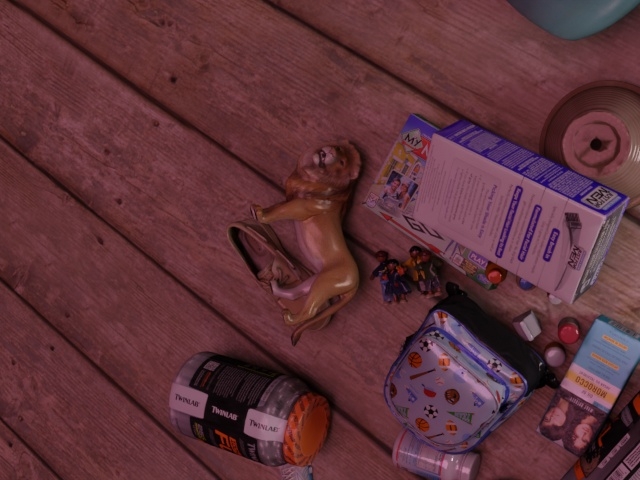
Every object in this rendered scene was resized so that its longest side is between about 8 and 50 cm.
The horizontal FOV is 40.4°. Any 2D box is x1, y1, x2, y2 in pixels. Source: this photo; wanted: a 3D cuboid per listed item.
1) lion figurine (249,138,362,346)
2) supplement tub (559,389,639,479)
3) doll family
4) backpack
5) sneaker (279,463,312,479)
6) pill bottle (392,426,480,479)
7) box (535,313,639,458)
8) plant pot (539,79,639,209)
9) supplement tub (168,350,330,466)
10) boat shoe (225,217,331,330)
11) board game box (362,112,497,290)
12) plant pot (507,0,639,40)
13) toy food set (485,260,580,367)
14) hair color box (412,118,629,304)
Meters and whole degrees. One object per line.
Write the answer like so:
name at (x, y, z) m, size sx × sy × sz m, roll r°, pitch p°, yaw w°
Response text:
lion figurine at (0.000, 0.000, 1.776) m, size 0.240 × 0.142 × 0.392 m, roll -14°, pitch 92°, yaw -10°
supplement tub at (0.569, 0.380, 1.460) m, size 0.207 × 0.207 × 0.338 m, roll 42°, pitch 110°, yaw 20°
doll family at (0.170, 0.065, 1.740) m, size 0.193 × 0.076 × 0.111 m, roll -16°, pitch 90°, yaw 31°
backpack at (0.251, 0.270, 1.630) m, size 0.276 × 0.213 × 0.263 m, roll 44°, pitch 130°, yaw 20°
sneaker at (-0.056, 0.531, 1.883) m, size 0.071 × 0.083 × 0.191 m, roll -28°, pitch 78°, yaw 29°
pill bottle at (0.229, 0.429, 1.717) m, size 0.160 × 0.087 × 0.087 m, roll 13°, pitch 99°, yaw 27°
box at (0.493, 0.265, 1.579) m, size 0.100 × 0.060 × 0.244 m, roll 30°, pitch 106°, yaw 24°
plant pot at (0.493, -0.166, 1.528) m, size 0.237 × 0.109 × 0.238 m, roll 2°, pitch 93°, yaw 30°
supplement tub at (-0.151, 0.364, 1.863) m, size 0.315 × 0.193 × 0.194 m, roll 12°, pitch 98°, yaw 28°
boat shoe at (-0.096, 0.075, 1.870) m, size 0.109 × 0.098 × 0.302 m, roll -45°, pitch 72°, yaw 23°
board game box at (0.259, -0.079, 1.698) m, size 0.317 × 0.046 × 0.214 m, roll 35°, pitch 109°, yaw 23°
plant pot at (0.433, -0.482, 1.454) m, size 0.293 × 0.293 × 0.235 m, roll 48°, pitch 126°, yaw 18°
toy food set at (0.394, 0.126, 1.577) m, size 0.111 × 0.104 × 0.232 m, roll -29°, pitch 91°, yaw 18°
hair color box at (0.341, -0.057, 1.527) m, size 0.338 × 0.110 × 0.185 m, roll 32°, pitch 130°, yaw 28°
